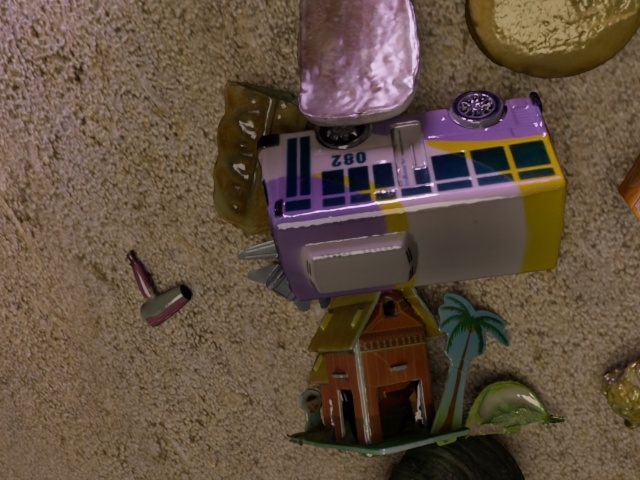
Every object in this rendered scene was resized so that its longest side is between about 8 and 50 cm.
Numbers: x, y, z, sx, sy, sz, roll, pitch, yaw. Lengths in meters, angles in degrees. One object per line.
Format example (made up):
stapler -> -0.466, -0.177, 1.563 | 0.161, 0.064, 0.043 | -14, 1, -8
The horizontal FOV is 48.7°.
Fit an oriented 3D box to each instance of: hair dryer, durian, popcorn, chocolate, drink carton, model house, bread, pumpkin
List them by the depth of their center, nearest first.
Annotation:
bread -> 0.344, -0.365, 1.038 | 0.269, 0.148, 0.270 | 4, 114, 10
drink carton -> 0.519, -0.070, 1.056 | 0.071, 0.223, 0.096 | 25, 113, 3
chocolate -> 0.061, -0.304, 1.091 | 0.185, 0.100, 0.303 | -3, 66, 10
popcorn -> 0.563, 0.267, 1.213 | 0.141, 0.135, 0.162 | 9, 100, -12
bread -> -0.109, -0.138, 1.238 | 0.152, 0.130, 0.268 | 15, 113, 6
durian -> 0.343, 0.313, 1.293 | 0.215, 0.100, 0.086 | -5, 138, -19
model house -> 0.134, 0.201, 1.306 | 0.300, 0.340, 0.324 | -15, 80, 57
pumpkin -> 0.227, 0.512, 1.307 | 0.257, 0.291, 0.328 | 40, 127, 21
hair dryer -> -0.341, 0.087, 1.419 | 0.106, 0.054, 0.154 | -37, 93, 18

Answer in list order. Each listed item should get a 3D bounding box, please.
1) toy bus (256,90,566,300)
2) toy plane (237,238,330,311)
toy bus -> 0.129, -0.055, 1.085 | 0.439, 0.249, 0.209 | -7, 139, 6
toy plane -> 0.001, 0.006, 1.282 | 0.212, 0.088, 0.267 | 34, 113, -25
